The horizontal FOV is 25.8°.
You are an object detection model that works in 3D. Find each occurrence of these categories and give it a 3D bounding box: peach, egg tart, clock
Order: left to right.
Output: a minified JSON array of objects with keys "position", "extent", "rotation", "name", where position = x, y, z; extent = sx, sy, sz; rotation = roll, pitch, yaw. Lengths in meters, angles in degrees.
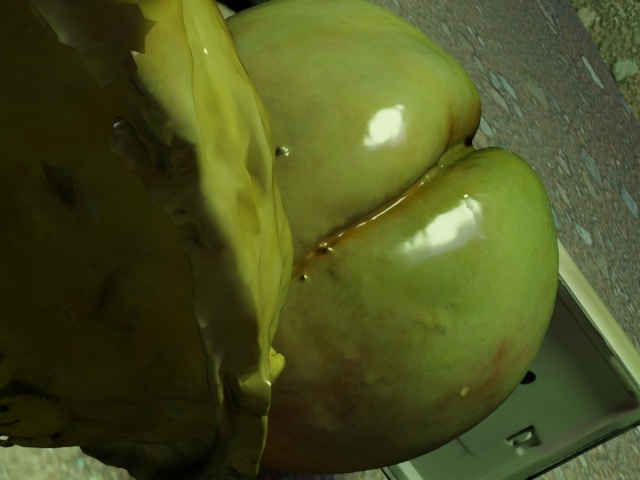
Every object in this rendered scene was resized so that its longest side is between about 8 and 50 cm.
[{"position":[-0.193,-0.064,0.449],"extent":[0.178,0.443,0.443],"rotation":[-40,100,-24],"name":"egg tart"},{"position":[0.001,0.001,0.835],"extent":[0.292,0.247,0.292],"rotation":[10,73,-37],"name":"peach"},{"position":[0.119,0.098,1.004],"extent":[0.147,0.192,0.071],"rotation":[52,22,-12],"name":"clock"}]

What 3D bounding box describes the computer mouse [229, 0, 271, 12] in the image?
[{"position":[-0.067,-0.273,1.225],"extent":[0.137,0.096,0.233],"rotation":[63,22,12],"name":"computer mouse"}]
